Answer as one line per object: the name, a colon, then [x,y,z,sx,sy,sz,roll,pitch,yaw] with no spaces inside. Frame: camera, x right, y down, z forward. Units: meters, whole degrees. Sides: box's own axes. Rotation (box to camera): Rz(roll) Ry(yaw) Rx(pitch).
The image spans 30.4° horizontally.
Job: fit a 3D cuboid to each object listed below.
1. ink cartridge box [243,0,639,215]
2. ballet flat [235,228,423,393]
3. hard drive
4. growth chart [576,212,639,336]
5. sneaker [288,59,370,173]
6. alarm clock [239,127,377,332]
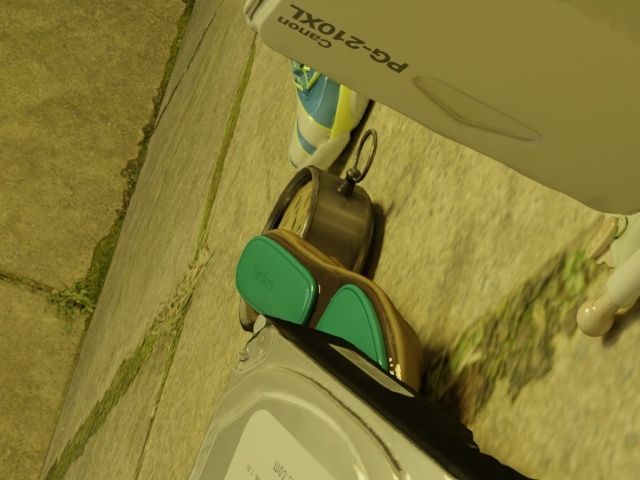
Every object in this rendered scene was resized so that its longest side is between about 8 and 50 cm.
ink cartridge box: [0.096,-0.153,0.422,0.100,0.172,0.237,-28,41,63]
ballet flat: [0.019,0.053,0.683,0.080,0.073,0.232,-62,29,12]
hard drive: [-0.027,0.224,0.512,0.237,0.064,0.339,32,102,62]
growth chart: [0.160,-0.095,0.490,0.172,0.021,0.237,-50,23,50]
sneaker: [-0.006,-0.181,1.011,0.240,0.126,0.091,-68,14,-2]
alarm clock: [0.000,0.000,0.851,0.129,0.064,0.192,-89,23,-55]
